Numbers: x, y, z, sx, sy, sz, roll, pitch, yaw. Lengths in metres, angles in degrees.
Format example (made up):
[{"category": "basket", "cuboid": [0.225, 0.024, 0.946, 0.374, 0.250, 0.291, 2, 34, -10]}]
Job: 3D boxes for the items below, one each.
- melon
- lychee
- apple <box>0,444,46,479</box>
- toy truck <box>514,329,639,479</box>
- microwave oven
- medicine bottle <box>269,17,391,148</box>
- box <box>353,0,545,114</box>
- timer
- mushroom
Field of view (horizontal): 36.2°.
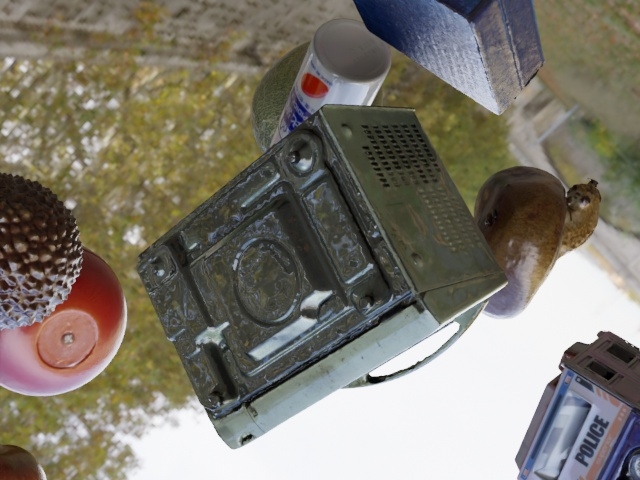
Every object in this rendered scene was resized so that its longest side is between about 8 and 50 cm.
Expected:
[{"category": "melon", "cuboid": [-0.001, -0.270, 1.963, 0.248, 0.248, 0.329, 44, -130, -10]}, {"category": "lychee", "cuboid": [-0.604, 0.018, 1.846, 0.306, 0.306, 0.330, 50, 179, 13]}, {"category": "apple", "cuboid": [-0.584, 0.442, 1.711, 0.209, 0.164, 0.209, 6, 179, 0]}, {"category": "toy truck", "cuboid": [0.280, 0.242, 1.002, 0.155, 0.268, 0.124, 34, -145, 28]}, {"category": "microwave oven", "cuboid": [-0.010, 0.051, 1.304, 0.247, 0.394, 0.333, -11, -111, -53]}, {"category": "medicine bottle", "cuboid": [0.003, -0.210, 1.628, 0.130, 0.341, 0.130, 8, -120, -14]}, {"category": "box", "cuboid": [0.154, -0.324, 1.301, 0.261, 0.116, 0.279, 40, 180, 24]}, {"category": "timer", "cuboid": [-0.648, 0.183, 2.325, 0.378, 0.378, 0.279, 35, 179, -37]}, {"category": "mushroom", "cuboid": [0.431, -0.001, 1.991, 0.259, 0.346, 0.345, 16, -164, 2]}]
